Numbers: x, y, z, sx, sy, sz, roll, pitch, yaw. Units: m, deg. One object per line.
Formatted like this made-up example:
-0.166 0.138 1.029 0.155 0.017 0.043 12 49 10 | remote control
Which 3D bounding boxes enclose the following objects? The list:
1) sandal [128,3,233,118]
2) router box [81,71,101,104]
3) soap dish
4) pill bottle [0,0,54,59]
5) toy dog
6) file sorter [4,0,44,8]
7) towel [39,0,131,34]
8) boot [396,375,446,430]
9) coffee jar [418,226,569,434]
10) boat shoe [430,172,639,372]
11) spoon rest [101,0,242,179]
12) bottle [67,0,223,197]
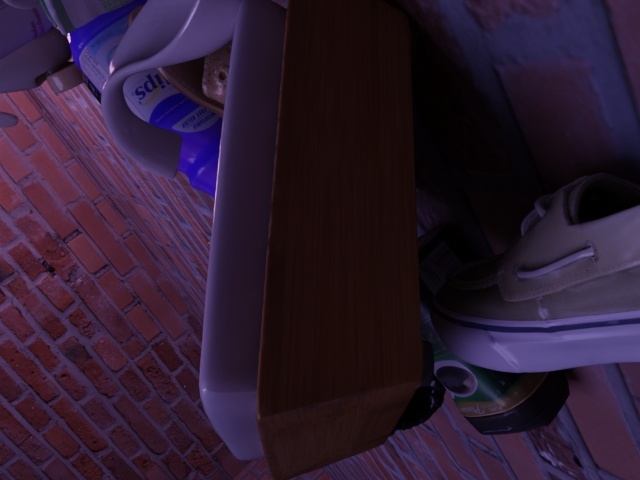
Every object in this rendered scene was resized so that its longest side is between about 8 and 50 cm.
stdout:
-0.067 -0.151 0.632 0.240 0.088 0.079 47 132 -14 | sandal
-0.369 -0.267 1.145 0.092 0.038 0.122 52 162 -9 | router box
0.000 0.000 0.451 0.118 0.291 0.229 2 153 0 | soap dish
-0.348 -0.274 0.676 0.160 0.283 0.160 44 162 19 | pill bottle
-0.591 -0.315 1.221 0.161 0.333 0.220 -129 32 -67 | toy dog
-0.269 -0.351 0.514 0.277 0.173 0.193 44 161 19 | file sorter
-0.153 -0.231 0.506 0.023 0.152 0.113 52 166 24 | towel
0.066 0.154 0.787 0.260 0.131 0.348 22 147 56 | boot
0.127 0.084 0.579 0.184 0.079 0.096 51 149 -2 | coffee jar
0.159 0.009 0.356 0.302 0.109 0.094 -18 96 62 | boat shoe
-0.113 -0.157 0.514 0.084 0.137 0.276 14 141 -21 | spoon rest
-0.151 -0.142 0.736 0.283 0.118 0.092 51 162 2 | bottle
